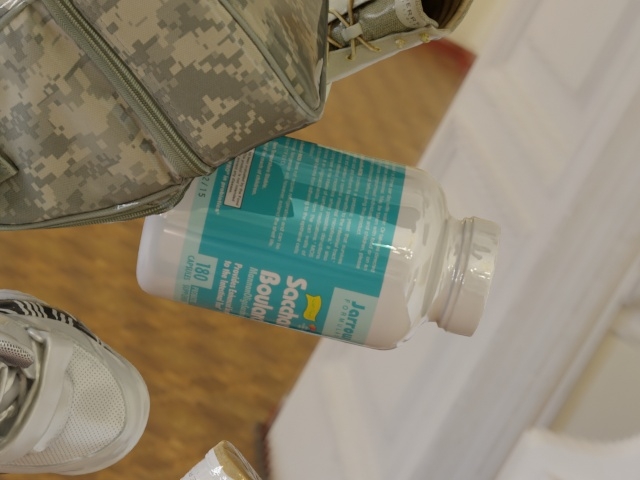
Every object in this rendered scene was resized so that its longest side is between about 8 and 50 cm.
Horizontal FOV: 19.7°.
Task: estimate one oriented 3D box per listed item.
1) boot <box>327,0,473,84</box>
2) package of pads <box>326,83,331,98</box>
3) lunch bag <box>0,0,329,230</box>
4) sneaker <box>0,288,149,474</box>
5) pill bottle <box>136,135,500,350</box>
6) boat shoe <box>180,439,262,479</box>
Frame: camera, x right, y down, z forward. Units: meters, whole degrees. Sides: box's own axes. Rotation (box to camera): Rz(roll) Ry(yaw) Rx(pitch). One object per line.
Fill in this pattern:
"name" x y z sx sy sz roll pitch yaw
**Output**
"boot" 0.013 -0.163 1.464 0.213 0.165 0.077 -32 103 -47
"package of pads" -0.037 -0.305 1.933 0.101 0.229 0.296 5 28 -14
"lunch bag" -0.145 -0.162 1.262 0.212 0.256 0.305 53 21 -31
"sneaker" -0.229 0.108 1.209 0.366 0.137 0.210 24 2 -41
"pill bottle" 0.000 0.000 1.422 0.264 0.146 0.146 13 17 -1
"boat shoe" -0.060 0.313 1.813 0.277 0.096 0.098 55 1 -31
